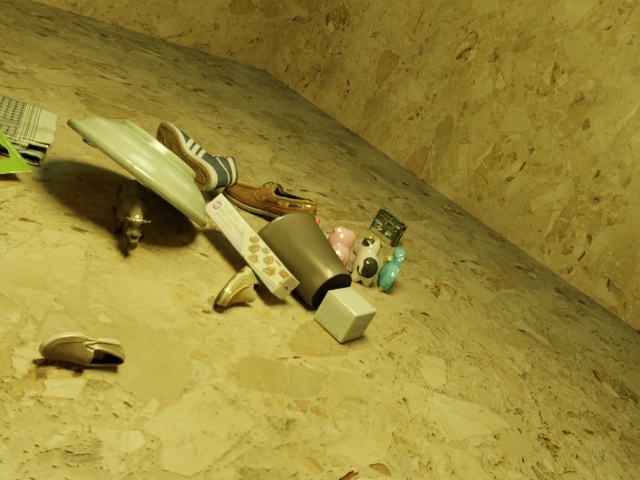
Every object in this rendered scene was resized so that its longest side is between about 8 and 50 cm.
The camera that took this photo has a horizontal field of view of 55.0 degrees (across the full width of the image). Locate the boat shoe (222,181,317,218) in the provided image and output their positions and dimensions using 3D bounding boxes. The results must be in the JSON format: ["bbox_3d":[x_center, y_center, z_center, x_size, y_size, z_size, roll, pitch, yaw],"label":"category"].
[{"bbox_3d":[-0.151,-0.133,1.891,0.308,0.104,0.110,21,25,9],"label":"boat shoe"}]

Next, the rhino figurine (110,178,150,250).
[{"bbox_3d":[-0.430,-0.057,1.395,0.073,0.106,0.243,17,24,-28],"label":"rhino figurine"}]

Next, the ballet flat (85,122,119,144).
[{"bbox_3d":[-0.578,-0.301,1.814,0.222,0.079,0.077,11,28,-38],"label":"ballet flat"}]

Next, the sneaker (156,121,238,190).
[{"bbox_3d":[-0.361,-0.248,1.830,0.282,0.099,0.153,46,31,23],"label":"sneaker"}]

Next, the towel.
[{"bbox_3d":[-0.833,-0.315,1.552,0.312,0.056,0.324,19,24,-25],"label":"towel"}]

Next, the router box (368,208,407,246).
[{"bbox_3d":[0.249,-0.047,2.266,0.122,0.092,0.038,41,24,28],"label":"router box"}]

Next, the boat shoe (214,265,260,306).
[{"bbox_3d":[-0.176,0.112,1.395,0.072,0.068,0.190,41,21,-1],"label":"boat shoe"}]

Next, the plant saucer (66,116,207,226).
[{"bbox_3d":[-0.416,-0.187,1.493,0.401,0.100,0.400,37,-5,4],"label":"plant saucer"}]

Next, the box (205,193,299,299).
[{"bbox_3d":[-0.175,0.011,1.526,0.324,0.063,0.067,47,-3,29],"label":"box"}]

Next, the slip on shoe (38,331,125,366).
[{"bbox_3d":[-0.380,0.182,0.990,0.135,0.051,0.041,19,19,-45],"label":"slip on shoe"}]

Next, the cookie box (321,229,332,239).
[{"bbox_3d":[0.000,0.000,1.909,0.107,0.040,0.091,19,23,-22],"label":"cookie box"}]

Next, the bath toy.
[{"bbox_3d":[0.075,0.023,1.817,0.349,0.129,0.151,21,28,-18],"label":"bath toy"}]

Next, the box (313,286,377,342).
[{"bbox_3d":[0.061,0.180,1.501,0.102,0.087,0.101,40,23,27],"label":"box"}]

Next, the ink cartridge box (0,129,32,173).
[{"bbox_3d":[-0.774,-0.227,1.311,0.189,0.097,0.255,43,33,26],"label":"ink cartridge box"}]

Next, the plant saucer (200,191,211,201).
[{"bbox_3d":[-0.408,-0.180,1.811,0.195,0.037,0.195,24,22,-10],"label":"plant saucer"}]

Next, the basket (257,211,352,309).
[{"bbox_3d":[-0.036,0.057,1.584,0.205,0.154,0.227,-15,49,-34],"label":"basket"}]
